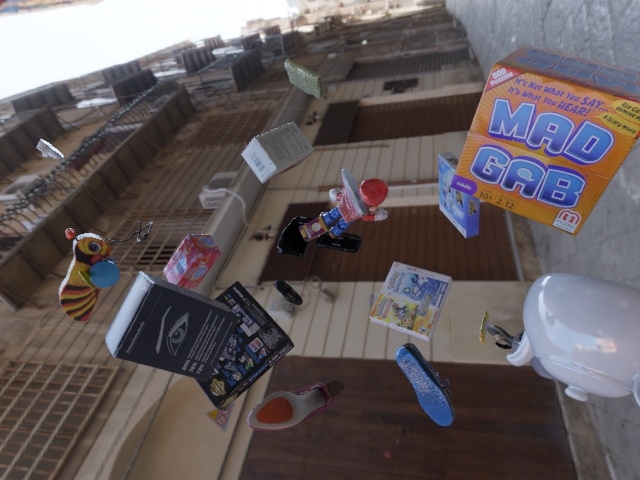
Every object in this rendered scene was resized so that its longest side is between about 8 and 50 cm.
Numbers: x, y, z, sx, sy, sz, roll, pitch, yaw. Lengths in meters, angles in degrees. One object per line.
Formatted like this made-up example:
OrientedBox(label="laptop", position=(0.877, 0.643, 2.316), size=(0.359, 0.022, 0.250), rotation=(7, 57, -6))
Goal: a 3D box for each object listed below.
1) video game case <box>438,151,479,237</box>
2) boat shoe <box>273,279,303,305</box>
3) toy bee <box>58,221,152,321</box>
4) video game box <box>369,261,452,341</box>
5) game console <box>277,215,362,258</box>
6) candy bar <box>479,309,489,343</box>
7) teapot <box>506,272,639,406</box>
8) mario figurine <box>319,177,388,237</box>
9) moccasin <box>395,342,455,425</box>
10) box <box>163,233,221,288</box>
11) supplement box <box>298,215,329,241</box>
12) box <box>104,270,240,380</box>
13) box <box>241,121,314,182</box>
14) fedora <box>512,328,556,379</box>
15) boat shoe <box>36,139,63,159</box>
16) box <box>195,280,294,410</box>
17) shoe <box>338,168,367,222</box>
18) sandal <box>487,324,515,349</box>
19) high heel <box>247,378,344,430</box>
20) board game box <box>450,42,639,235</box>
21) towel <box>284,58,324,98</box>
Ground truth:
OrientedBox(label="video game case", position=(0.558, -0.186, 1.747), size=(0.244, 0.061, 0.269), rotation=(-113, 7, -54))
OrientedBox(label="boat shoe", position=(-0.120, 0.198, 1.621), size=(0.049, 0.133, 0.042), rotation=(-51, 4, -19))
OrientedBox(label="toy bee", position=(-0.601, 0.047, 1.115), size=(0.162, 0.195, 0.298), rotation=(37, -120, -34))
OrientedBox(label="video game box", position=(0.273, 0.177, 1.299), size=(0.205, 0.187, 0.048), rotation=(-62, -34, -22))
OrientedBox(label="game console", position=(0.000, 0.000, 1.912), size=(0.044, 0.362, 0.213), rotation=(79, -154, -50))
OrientedBox(label="candy bar", position=(0.565, 0.297, 1.481), size=(0.161, 0.018, 0.040), rotation=(-42, -59, -55))
OrientedBox(label="teapot", position=(0.459, 0.177, 0.719), size=(0.256, 0.253, 0.187), rotation=(39, -109, -60))
OrientedBox(label="mario figurine", position=(0.155, -0.146, 1.803), size=(0.198, 0.321, 0.170), rotation=(29, -142, -36))
OrientedBox(label="moccasin", position=(0.438, 0.558, 1.716), size=(0.117, 0.138, 0.341), rotation=(-19, -101, -53))
OrientedBox(label="box", position=(-0.581, 0.098, 1.949), size=(0.128, 0.257, 0.122), rotation=(2, -135, -54))
OrientedBox(label="supplement box", position=(-0.020, -0.039, 1.400), size=(0.054, 0.083, 0.043), rotation=(63, -168, 3))
OrientedBox(label="box", position=(-0.297, 0.175, 0.876), size=(0.207, 0.108, 0.153), rotation=(32, -99, -35))
OrientedBox(label="box", position=(-0.168, -0.352, 1.715), size=(0.232, 0.127, 0.148), rotation=(-36, -90, -42))
OrientedBox(label="fedora", position=(0.665, 0.284, 1.142), size=(0.124, 0.276, 0.244), rotation=(67, -167, 2))
OrientedBox(label="boat shoe", position=(-0.763, -0.246, 1.210), size=(0.035, 0.100, 0.035), rotation=(-55, -18, 2))
OrientedBox(label="box", position=(-0.286, 0.321, 1.362), size=(0.293, 0.295, 0.073), rotation=(-41, -29, -15))
OrientedBox(label="shoe", position=(0.089, -0.152, 1.473), size=(0.063, 0.081, 0.177), rotation=(-8, -106, -59))
OrientedBox(label="sandal", position=(0.706, 0.389, 1.648), size=(0.090, 0.060, 0.219), rotation=(48, 177, -23))
OrientedBox(label="high heel", position=(-0.096, 0.601, 1.534), size=(0.181, 0.378, 0.127), rotation=(-55, 48, 49))
OrientedBox(label="board game box", position=(0.638, -0.298, 1.205), size=(0.356, 0.356, 0.356), rotation=(-40, -31, -45))
OrientedBox(label="towel", position=(-0.041, -0.433, 1.166), size=(0.027, 0.110, 0.148), rotation=(-62, -3, 0))
